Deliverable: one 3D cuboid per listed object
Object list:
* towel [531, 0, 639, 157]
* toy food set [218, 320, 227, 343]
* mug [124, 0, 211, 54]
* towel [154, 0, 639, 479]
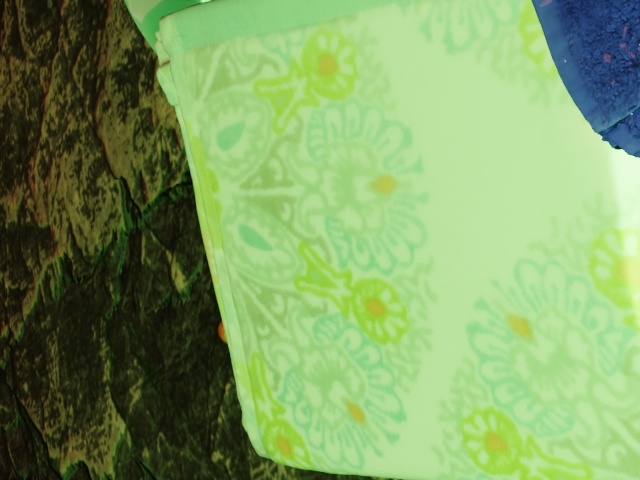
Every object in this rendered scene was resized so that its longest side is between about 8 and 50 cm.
[{"bbox_3d":[0.189,-0.174,0.576,0.308,0.076,0.228,-32,79,51],"label":"towel"},{"bbox_3d":[0.000,0.000,1.089,0.104,0.111,0.232,38,124,47],"label":"toy food set"},{"bbox_3d":[-0.094,-0.217,1.199,0.097,0.129,0.158,-28,53,18],"label":"mug"},{"bbox_3d":[0.068,-0.014,0.870,0.374,0.090,0.320,-3,104,44],"label":"towel"}]
